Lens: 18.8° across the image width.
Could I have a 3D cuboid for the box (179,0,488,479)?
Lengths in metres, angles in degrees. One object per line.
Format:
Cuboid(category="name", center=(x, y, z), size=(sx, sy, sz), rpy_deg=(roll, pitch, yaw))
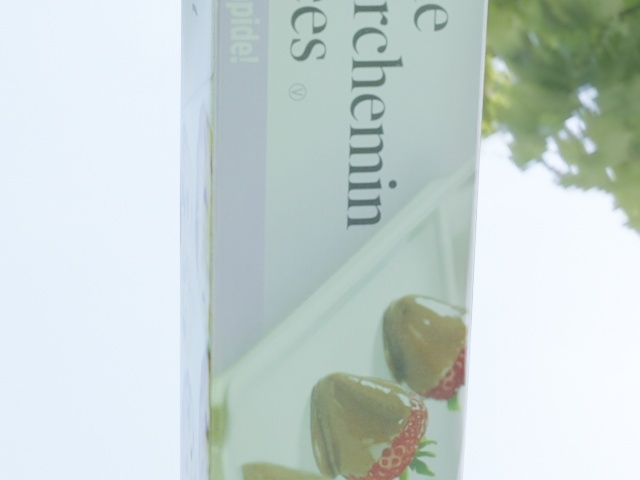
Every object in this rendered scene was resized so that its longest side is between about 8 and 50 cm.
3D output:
Cuboid(category="box", center=(0.000, 0.000, 0.459), size=(0.063, 0.067, 0.324), rpy_deg=(-2, -71, -12))
